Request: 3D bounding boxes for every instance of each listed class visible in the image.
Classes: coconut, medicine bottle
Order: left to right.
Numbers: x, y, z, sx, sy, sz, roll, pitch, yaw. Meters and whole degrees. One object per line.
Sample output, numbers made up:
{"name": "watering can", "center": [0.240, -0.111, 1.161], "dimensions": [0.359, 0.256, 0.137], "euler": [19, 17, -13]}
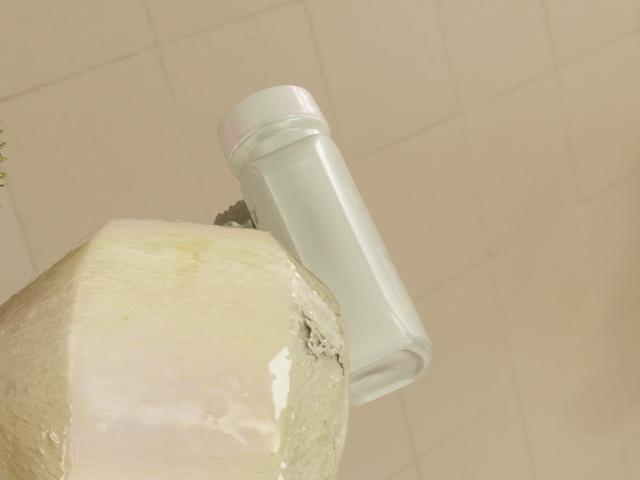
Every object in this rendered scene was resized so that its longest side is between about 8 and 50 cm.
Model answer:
{"name": "coconut", "center": [-0.104, 0.095, 0.688], "dimensions": [0.234, 0.224, 0.224], "euler": [-4, 98, -15]}
{"name": "medicine bottle", "center": [0.000, 0.000, 1.066], "dimensions": [0.111, 0.161, 0.296], "euler": [-23, 68, -1]}

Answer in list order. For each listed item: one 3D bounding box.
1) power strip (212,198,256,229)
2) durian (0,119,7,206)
{"name": "power strip", "center": [-0.101, 0.049, 1.273], "dimensions": [0.064, 0.198, 0.213], "euler": [5, 73, -27]}
{"name": "durian", "center": [-0.380, -0.045, 0.883], "dimensions": [0.291, 0.291, 0.225], "euler": [-38, 115, -30]}
